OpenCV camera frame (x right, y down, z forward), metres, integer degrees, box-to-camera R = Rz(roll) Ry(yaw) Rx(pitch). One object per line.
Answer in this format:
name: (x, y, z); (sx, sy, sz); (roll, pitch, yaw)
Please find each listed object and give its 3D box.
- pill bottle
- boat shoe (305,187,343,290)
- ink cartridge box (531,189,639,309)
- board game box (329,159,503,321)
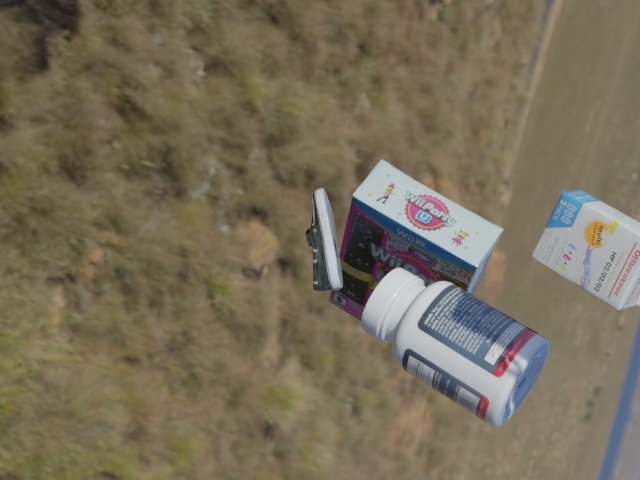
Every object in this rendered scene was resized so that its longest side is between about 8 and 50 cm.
pill bottle: (0.138, 0.105, 1.165); (0.108, 0.180, 0.108); (-45, 154, -29)
boat shoe: (0.000, 0.000, 1.502); (0.049, 0.040, 0.142); (34, 46, -76)
ink cartridge box: (0.387, 0.020, 1.469); (0.061, 0.181, 0.104); (-7, 124, -51)
board game box: (0.143, 0.043, 1.775); (0.097, 0.224, 0.303); (-49, 163, -34)
